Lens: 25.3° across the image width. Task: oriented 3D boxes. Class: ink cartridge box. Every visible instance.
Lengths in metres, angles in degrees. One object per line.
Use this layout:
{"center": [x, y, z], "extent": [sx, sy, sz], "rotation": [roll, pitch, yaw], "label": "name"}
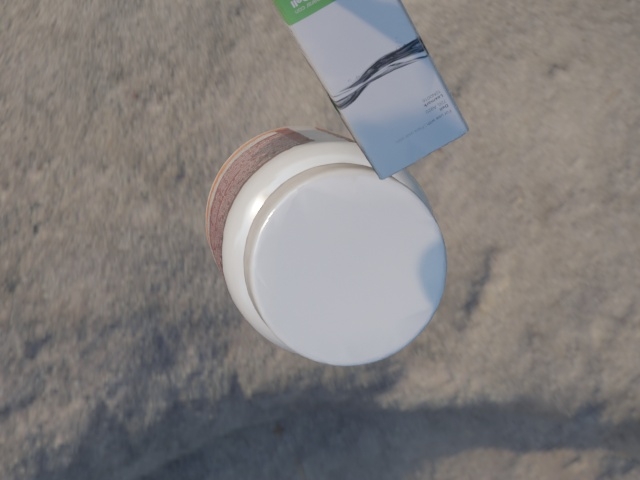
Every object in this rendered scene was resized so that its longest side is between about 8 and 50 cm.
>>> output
{"center": [0.024, -0.181, 1.206], "extent": [0.093, 0.160, 0.219], "rotation": [-30, 120, 3], "label": "ink cartridge box"}

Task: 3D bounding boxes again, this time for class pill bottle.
{"center": [0.000, 0.000, 1.510], "extent": [0.224, 0.392, 0.224], "rotation": [-1, 98, -8], "label": "pill bottle"}
